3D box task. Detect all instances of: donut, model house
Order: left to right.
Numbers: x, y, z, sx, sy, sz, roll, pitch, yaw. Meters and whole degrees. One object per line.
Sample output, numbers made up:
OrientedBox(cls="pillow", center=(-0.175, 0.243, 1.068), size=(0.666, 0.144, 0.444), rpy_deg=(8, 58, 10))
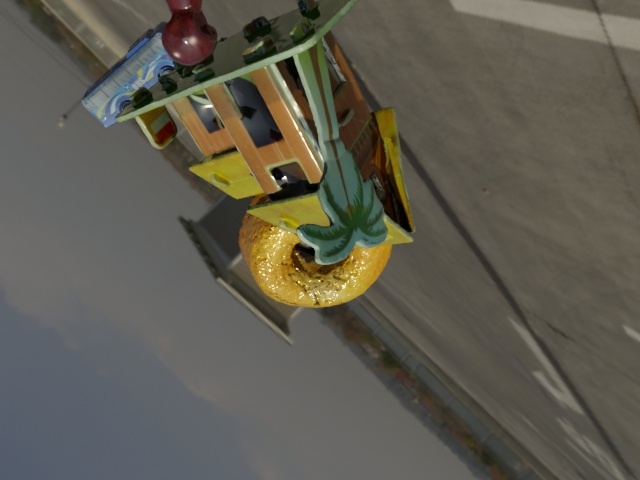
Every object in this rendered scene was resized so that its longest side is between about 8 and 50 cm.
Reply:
OrientedBox(cls="model house", center=(-0.055, -0.077, 0.838), size=(0.300, 0.340, 0.323), rpy_deg=(-12, 121, 33))
OrientedBox(cls="donut", center=(-0.002, -0.001, 1.083), size=(0.253, 0.253, 0.118), rpy_deg=(47, -169, -37))

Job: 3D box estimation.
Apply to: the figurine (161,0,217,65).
OrientedBox(cls="figurine", center=(-0.094, -0.246, 0.264), size=(0.323, 0.196, 0.320), rpy_deg=(48, -175, -27))

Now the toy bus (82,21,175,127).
OrientedBox(cls="toy bus", center=(-0.345, -0.312, 1.291), size=(0.094, 0.236, 0.079), rpy_deg=(39, -153, -36))
